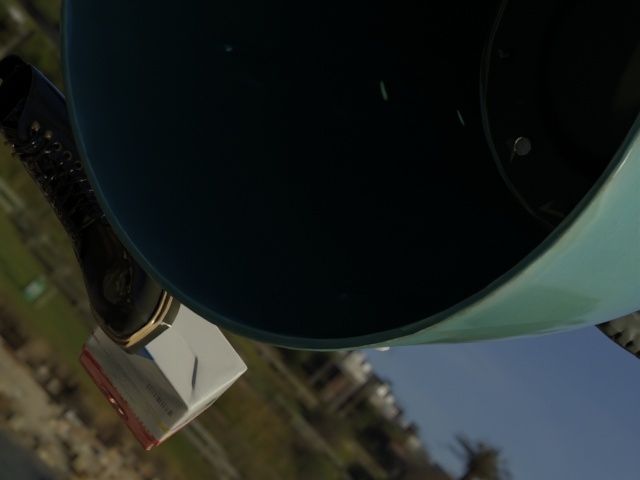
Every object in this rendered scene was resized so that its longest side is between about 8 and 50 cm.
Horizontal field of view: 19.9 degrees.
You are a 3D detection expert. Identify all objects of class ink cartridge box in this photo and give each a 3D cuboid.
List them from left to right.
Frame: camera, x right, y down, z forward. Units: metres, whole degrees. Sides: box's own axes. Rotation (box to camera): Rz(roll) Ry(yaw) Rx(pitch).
[{"bbox_3d":[-0.169,0.127,1.888,0.134,0.078,0.231,53,-24,4],"label":"ink cartridge box"}]

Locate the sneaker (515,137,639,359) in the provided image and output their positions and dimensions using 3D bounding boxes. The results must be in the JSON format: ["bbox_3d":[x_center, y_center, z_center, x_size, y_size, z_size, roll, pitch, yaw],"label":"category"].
[{"bbox_3d":[0.266,0.010,1.620,0.341,0.139,0.125,34,3,-27],"label":"sneaker"}]

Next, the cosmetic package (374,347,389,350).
[{"bbox_3d":[0.000,0.000,1.200,0.127,0.107,0.238,18,0,-1],"label":"cosmetic package"}]

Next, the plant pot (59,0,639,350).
[{"bbox_3d":[0.078,-0.092,0.750,0.293,0.293,0.235,42,18,34],"label":"plant pot"}]

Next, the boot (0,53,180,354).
[{"bbox_3d":[-0.166,-0.025,1.223,0.137,0.077,0.198,44,15,-40],"label":"boot"}]
